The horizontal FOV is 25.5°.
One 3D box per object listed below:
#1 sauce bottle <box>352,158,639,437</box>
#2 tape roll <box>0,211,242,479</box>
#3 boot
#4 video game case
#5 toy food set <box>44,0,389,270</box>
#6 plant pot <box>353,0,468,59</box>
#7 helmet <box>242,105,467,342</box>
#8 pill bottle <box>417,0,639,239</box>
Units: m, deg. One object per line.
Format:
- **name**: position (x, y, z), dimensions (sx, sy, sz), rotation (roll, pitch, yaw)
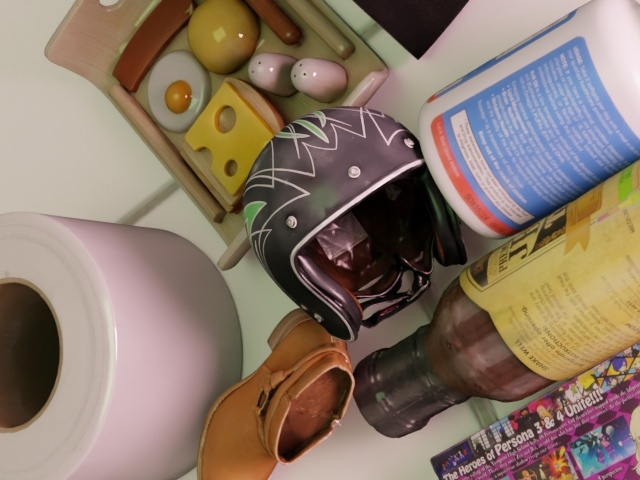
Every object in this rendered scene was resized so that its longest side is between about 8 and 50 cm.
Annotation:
- **sauce bottle**: position (0.162, 0.047, 1.020), dimensions (0.344, 0.111, 0.111), rotation (-34, 67, 34)
- **tape roll**: position (-0.214, 0.102, 1.246), dimensions (0.246, 0.169, 0.246), rotation (-3, 85, 34)
- **boot**: position (-0.039, 0.153, 1.131), dimensions (0.197, 0.073, 0.152), rotation (-65, 15, 8)
- **video game case**: position (0.215, 0.201, 1.016), dimensions (0.232, 0.042, 0.210), rotation (-35, 67, 27)
- **toy food set**: position (-0.103, -0.152, 1.239), dimensions (0.219, 0.092, 0.306), rotation (-51, 60, 19)
- **plant pot**: position (0.058, -0.284, 1.096), dimensions (0.167, 0.187, 0.188), rotation (-39, 65, 13)
- **helmet**: position (0.019, -0.023, 1.079), dimensions (0.169, 0.169, 0.161), rotation (-15, 116, 33)
- **pill bottle**: position (0.191, -0.099, 1.012), dimensions (0.221, 0.124, 0.124), rotation (-29, 70, 30)
